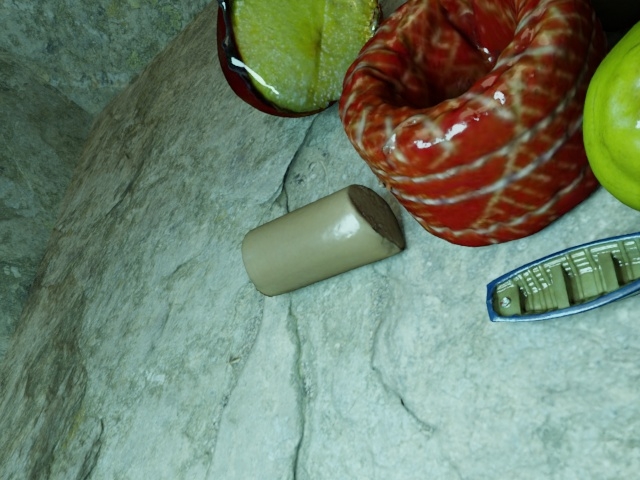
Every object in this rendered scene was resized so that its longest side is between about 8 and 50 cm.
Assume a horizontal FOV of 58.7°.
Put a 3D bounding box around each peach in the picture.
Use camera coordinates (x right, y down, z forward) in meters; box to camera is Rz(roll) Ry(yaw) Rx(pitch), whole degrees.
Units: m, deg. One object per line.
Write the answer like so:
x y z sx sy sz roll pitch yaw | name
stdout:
-0.049 -0.443 1.189 0.353 0.338 0.417 110 169 -50 | peach

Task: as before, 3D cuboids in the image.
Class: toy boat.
0.283 0.040 0.588 0.228 0.046 0.080 -24 41 33 | toy boat

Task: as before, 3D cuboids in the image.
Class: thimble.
0.198 -0.179 0.733 0.350 0.230 0.350 -28 41 27 | thimble

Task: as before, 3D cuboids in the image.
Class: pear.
0.348 -0.112 0.488 0.212 0.269 0.213 13 107 48 | pear

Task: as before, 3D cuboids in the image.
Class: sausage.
0.000 0.000 0.884 0.252 0.123 0.123 -22 43 34 | sausage

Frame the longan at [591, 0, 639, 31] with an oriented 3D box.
0.375 -0.381 0.757 0.198 0.198 0.212 -37 12 19 | longan
